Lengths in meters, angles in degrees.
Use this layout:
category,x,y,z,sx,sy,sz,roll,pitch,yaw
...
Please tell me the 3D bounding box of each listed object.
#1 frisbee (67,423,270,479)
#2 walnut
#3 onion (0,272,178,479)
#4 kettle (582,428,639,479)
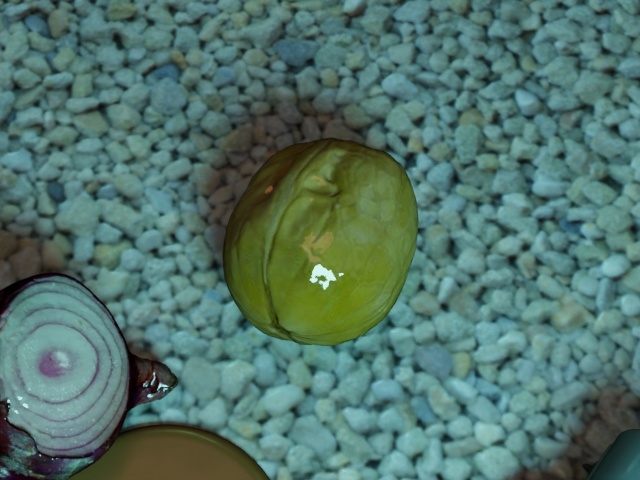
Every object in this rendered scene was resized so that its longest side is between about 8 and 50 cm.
category,x,y,z,sx,sy,sz,roll,pitch,yaw
frisbee,-0.153,0.293,1.176,0.251,0.021,0.250,1,62,-1
walnut,0.000,0.000,1.245,0.193,0.193,0.225,14,54,5
onion,-0.245,0.138,1.196,0.218,0.140,0.195,3,64,-40
kettle,0.244,0.297,1.119,0.210,0.160,0.243,31,66,35
